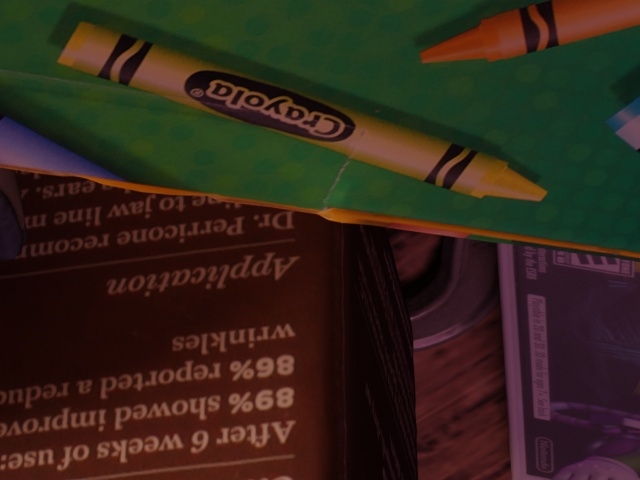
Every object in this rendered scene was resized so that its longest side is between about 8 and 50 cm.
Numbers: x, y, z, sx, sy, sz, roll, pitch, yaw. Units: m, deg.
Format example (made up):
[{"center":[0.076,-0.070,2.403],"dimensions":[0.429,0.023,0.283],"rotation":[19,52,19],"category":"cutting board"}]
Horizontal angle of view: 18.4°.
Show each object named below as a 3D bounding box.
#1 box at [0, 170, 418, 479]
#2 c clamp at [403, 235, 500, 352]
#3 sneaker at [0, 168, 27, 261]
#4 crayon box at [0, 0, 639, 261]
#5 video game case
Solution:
[{"center":[-0.070,0.141,0.478],"dimensions":[0.191,0.381,0.143],"rotation":[-7,138,9],"category":"box"},{"center":[0.000,0.000,0.625],"dimensions":[0.137,0.022,0.161],"rotation":[0,136,-12],"category":"c clamp"},{"center":[-0.205,0.016,0.465],"dimensions":[0.300,0.121,0.111],"rotation":[-33,145,-4],"category":"sneaker"},{"center":[-0.033,-0.094,0.415],"dimensions":[0.278,0.165,0.081],"rotation":[8,134,-19],"category":"crayon box"},{"center":[0.145,0.051,0.643],"dimensions":[0.173,0.022,0.190],"rotation":[9,146,14],"category":"video game case"}]
